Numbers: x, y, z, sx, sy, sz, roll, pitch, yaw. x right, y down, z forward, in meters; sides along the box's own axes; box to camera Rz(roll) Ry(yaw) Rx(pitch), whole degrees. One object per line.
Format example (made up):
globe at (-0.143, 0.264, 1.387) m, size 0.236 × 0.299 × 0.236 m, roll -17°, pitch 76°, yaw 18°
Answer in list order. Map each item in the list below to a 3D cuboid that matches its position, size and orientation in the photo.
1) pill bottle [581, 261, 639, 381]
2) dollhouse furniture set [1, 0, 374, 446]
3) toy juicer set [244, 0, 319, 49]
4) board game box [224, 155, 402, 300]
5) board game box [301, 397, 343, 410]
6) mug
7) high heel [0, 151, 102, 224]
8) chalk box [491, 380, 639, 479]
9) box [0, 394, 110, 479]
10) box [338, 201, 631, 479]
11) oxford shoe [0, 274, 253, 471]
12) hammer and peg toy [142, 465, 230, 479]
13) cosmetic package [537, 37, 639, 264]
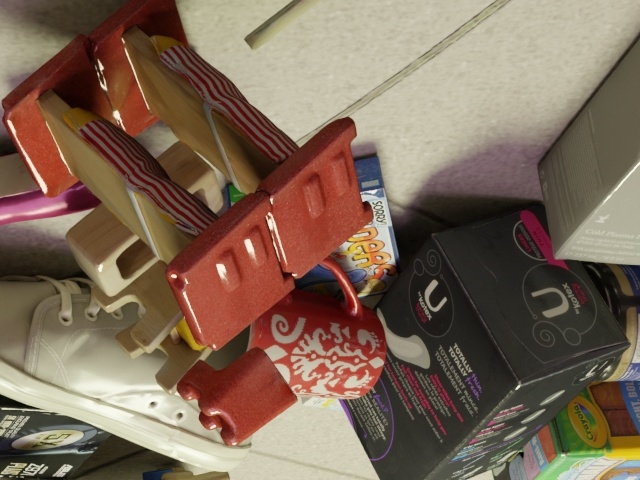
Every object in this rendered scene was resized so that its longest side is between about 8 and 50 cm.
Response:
pill bottle at (0.365, 0.081, 1.455) m, size 0.219 × 0.123 × 0.123 m, roll 1°, pitch 149°, yaw -16°
dollhouse furniture set at (-0.076, 0.010, 1.063) m, size 0.152 × 0.201 × 0.374 m, roll -40°, pitch 153°, yaw -16°
toy juicer set at (0.017, -0.249, 0.832) m, size 0.209 × 0.089 × 0.329 m, roll -30°, pitch 164°, yaw -6°
board game box at (0.000, 0.000, 1.295) m, size 0.136 × 0.035 × 0.201 m, roll -11°, pitch 151°, yaw 4°
board game box at (0.063, 0.147, 1.583) m, size 0.103 × 0.026 × 0.154 m, roll 13°, pitch 144°, yaw -34°
mug at (-0.019, 0.086, 1.296) m, size 0.169 × 0.113 × 0.150 m, roll 13°, pitch 147°, yaw -39°
high heel at (-0.262, -0.028, 1.132) m, size 0.244 × 0.082 × 0.117 m, roll -28°, pitch 143°, yaw 11°
chalk box at (0.282, 0.182, 1.553) m, size 0.289 × 0.180 × 0.179 m, roll -1°, pitch 150°, yaw -17°
box at (-0.304, 0.180, 1.482) m, size 0.147 × 0.077 × 0.180 m, roll 9°, pitch 146°, yaw -31°
box at (0.141, 0.113, 1.362) m, size 0.143 × 0.165 × 0.270 m, roll -15°, pitch 155°, yaw -32°
oxford shoe at (-0.228, 0.087, 1.307) m, size 0.449 × 0.169 × 0.130 m, roll 26°, pitch 95°, yaw -35°
hammer and peg toy at (-0.240, 0.330, 1.600) m, size 0.266 × 0.127 × 0.361 m, roll -4°, pitch 173°, yaw -10°
cosmetic package at (0.287, -0.079, 1.172) m, size 0.127 × 0.107 × 0.238 m, roll 4°, pitch 152°, yaw -16°
